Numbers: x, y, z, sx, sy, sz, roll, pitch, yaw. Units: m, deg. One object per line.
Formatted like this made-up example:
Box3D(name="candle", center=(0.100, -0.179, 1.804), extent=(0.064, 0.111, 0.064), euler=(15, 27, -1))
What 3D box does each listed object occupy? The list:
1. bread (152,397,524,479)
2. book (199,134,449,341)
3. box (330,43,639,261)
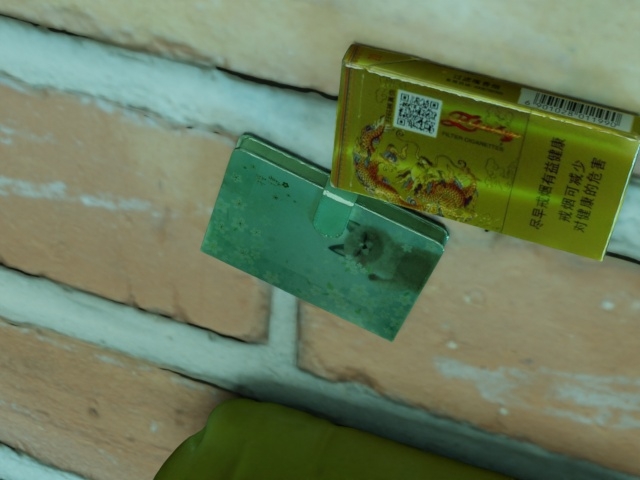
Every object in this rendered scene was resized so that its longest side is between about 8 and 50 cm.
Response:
Box3D(name="bread", center=(0.049, 0.263, 0.784), extent=(0.377, 0.208, 0.251), euler=(16, 130, 17))
Box3D(name="book", center=(0.000, 0.000, 0.691), extent=(0.135, 0.017, 0.103), euler=(26, 136, 2))
Box3D(name="box", center=(0.083, -0.045, 0.607), extent=(0.156, 0.022, 0.089), euler=(15, 133, 13))
